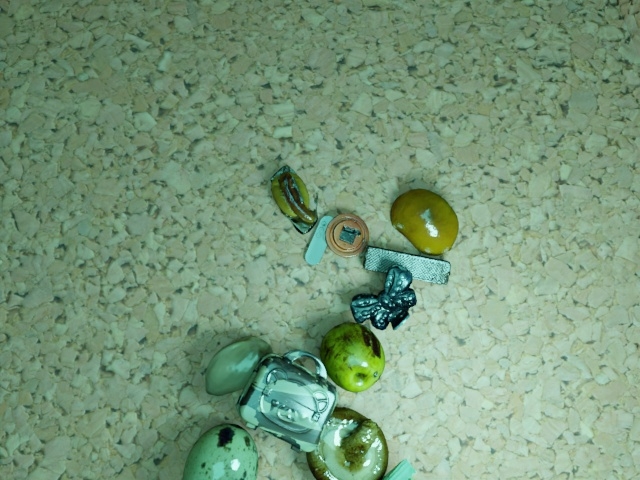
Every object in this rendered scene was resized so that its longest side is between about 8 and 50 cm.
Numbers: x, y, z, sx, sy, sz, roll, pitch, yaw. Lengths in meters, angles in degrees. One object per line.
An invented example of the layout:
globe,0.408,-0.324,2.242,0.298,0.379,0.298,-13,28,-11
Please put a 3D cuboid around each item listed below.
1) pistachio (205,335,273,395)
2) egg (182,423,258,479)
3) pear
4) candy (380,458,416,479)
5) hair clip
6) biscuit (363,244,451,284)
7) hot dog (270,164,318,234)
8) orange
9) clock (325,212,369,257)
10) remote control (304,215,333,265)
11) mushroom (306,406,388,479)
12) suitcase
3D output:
pistachio,-0.351,0.534,1.776,0.332,0.208,0.226,-35,126,0
egg,-0.392,0.920,1.653,0.288,0.287,0.379,7,80,2
pear,0.133,0.477,1.732,0.284,0.283,0.283,0,80,0
candy,0.342,1.037,1.644,0.263,0.172,0.398,-42,113,-3
hair clip,0.287,0.261,1.798,0.310,0.194,0.206,-42,90,13
biscuit,0.386,0.110,1.890,0.389,0.073,0.107,11,96,3
hot dog,-0.116,-0.206,1.941,0.194,0.107,0.326,-41,83,-7
orange,0.479,-0.098,1.928,0.274,0.274,0.310,-37,51,-6
clock,0.123,-0.024,1.924,0.205,0.051,0.205,1,83,-6
remote control,0.000,0.000,1.947,0.077,0.022,0.244,23,81,6
mushroom,0.108,0.856,1.711,0.345,0.239,0.345,-7,72,22
suitcase,-0.110,0.593,1.632,0.352,0.194,0.339,29,74,-5
